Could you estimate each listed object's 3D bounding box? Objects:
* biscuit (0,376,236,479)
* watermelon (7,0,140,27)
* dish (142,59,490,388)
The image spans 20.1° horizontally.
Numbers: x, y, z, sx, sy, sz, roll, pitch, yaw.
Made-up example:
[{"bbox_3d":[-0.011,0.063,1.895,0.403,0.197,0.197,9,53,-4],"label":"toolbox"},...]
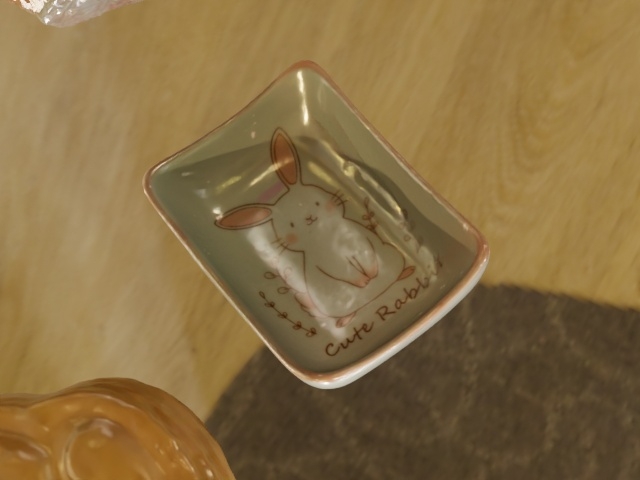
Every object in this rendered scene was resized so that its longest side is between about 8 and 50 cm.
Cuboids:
[{"bbox_3d":[-0.190,0.186,0.749,0.312,0.057,0.351,33,103,10],"label":"biscuit"},{"bbox_3d":[-0.074,-0.258,1.233,0.151,0.264,0.302,55,140,23],"label":"watermelon"},{"bbox_3d":[0.000,0.000,1.201,0.212,0.151,0.077,48,170,29],"label":"dish"}]
